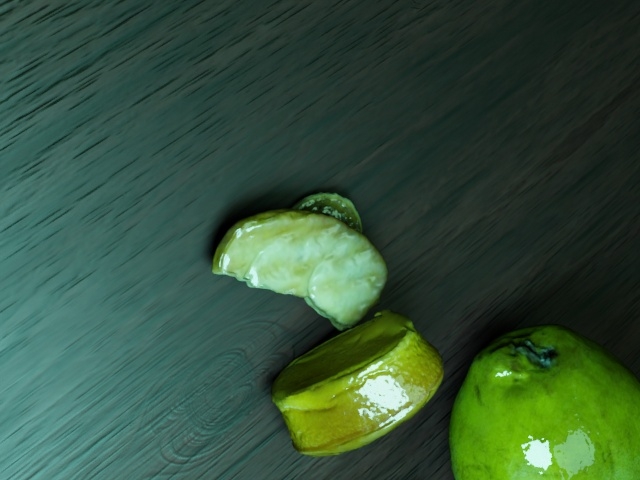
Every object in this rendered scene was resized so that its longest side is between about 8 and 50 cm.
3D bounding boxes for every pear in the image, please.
[{"bbox_3d":[0.384,0.341,1.858,0.352,0.352,0.413,-29,105,-28],"label":"pear"}]

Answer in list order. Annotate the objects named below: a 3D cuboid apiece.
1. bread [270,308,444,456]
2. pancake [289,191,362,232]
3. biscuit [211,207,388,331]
[{"bbox_3d":[0.056,0.221,1.665,0.143,0.269,0.195,58,20,-15],"label":"bread"},{"bbox_3d":[0.000,0.000,1.723,0.158,0.028,0.158,-8,105,-29],"label":"pancake"},{"bbox_3d":[-0.019,0.030,1.676,0.299,0.045,0.154,27,90,-35],"label":"biscuit"}]
